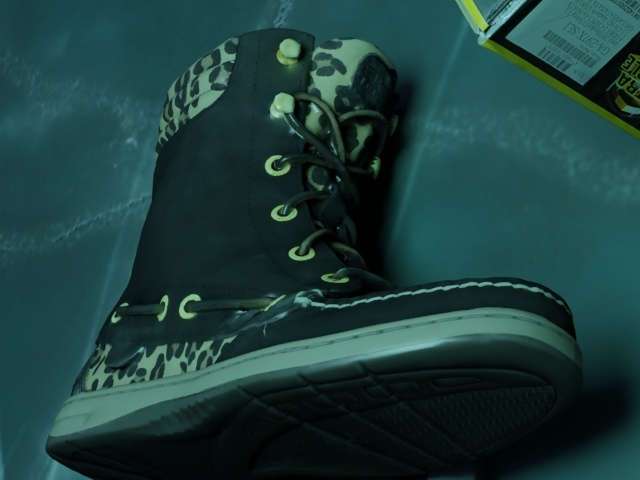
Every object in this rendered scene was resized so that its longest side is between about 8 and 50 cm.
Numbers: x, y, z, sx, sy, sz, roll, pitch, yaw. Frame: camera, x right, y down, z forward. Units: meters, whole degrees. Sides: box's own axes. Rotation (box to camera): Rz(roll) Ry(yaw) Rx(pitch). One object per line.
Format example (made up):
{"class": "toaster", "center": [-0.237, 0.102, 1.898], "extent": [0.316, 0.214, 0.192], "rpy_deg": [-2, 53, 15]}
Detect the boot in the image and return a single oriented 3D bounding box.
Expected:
{"class": "boot", "center": [0.000, 0.000, 1.023], "extent": [0.377, 0.138, 0.284], "rpy_deg": [-19, 49, 43]}

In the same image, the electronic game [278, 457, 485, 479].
{"class": "electronic game", "center": [0.007, 0.161, 1.044], "extent": [0.229, 0.048, 0.229], "rpy_deg": [-24, 51, 33]}

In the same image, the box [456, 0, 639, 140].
{"class": "box", "center": [0.125, -0.189, 0.918], "extent": [0.079, 0.257, 0.322], "rpy_deg": [-45, 49, 24]}
